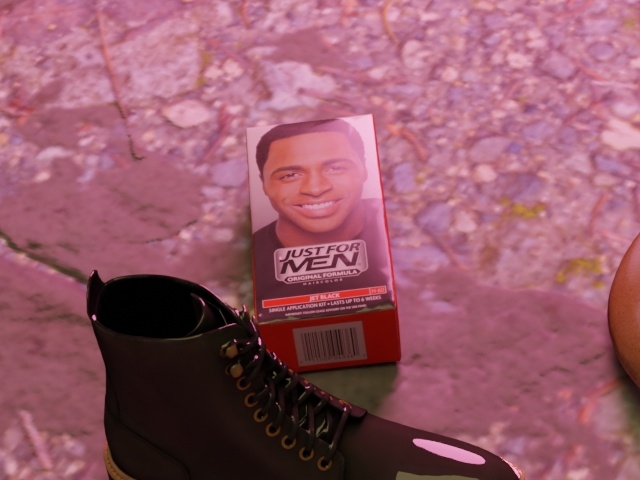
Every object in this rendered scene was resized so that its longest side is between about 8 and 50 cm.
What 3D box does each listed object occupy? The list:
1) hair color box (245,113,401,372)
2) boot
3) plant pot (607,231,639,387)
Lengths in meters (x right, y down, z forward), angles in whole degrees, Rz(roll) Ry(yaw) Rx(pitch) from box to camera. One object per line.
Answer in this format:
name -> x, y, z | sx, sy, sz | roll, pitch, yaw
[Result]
hair color box -> 0.000, 0.000, 1.003 | 0.072, 0.043, 0.141 | -7, 46, 1
boot -> -0.009, 0.079, 0.865 | 0.198, 0.137, 0.077 | 4, 47, 9
plant pot -> 0.255, 0.016, 0.936 | 0.236, 0.032, 0.236 | -8, 35, 6
